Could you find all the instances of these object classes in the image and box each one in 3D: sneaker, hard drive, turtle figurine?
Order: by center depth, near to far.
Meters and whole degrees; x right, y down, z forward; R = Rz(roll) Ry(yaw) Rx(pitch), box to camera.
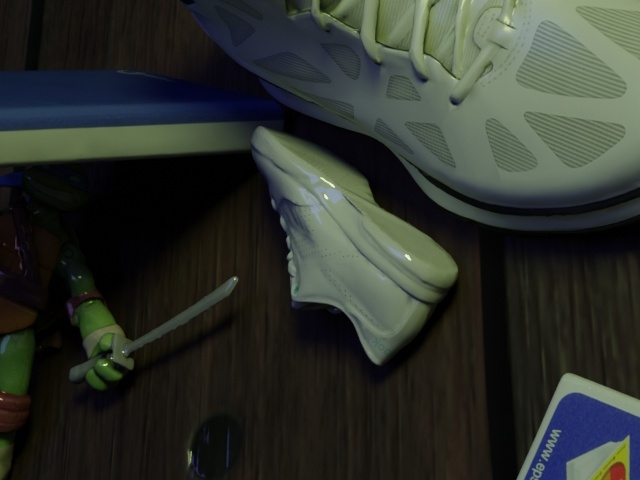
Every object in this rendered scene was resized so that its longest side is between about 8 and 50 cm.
[{"bbox_3d":[0.022,-0.144,0.886,0.447,0.257,0.169,24,87,47],"label":"sneaker"},{"bbox_3d":[0.000,0.000,0.974,0.212,0.080,0.094,48,116,44],"label":"sneaker"},{"bbox_3d":[-0.215,-0.092,1.048,0.210,0.319,0.040,18,108,46],"label":"hard drive"},{"bbox_3d":[-0.250,0.064,1.081,0.275,0.198,0.266,34,99,52],"label":"turtle figurine"}]

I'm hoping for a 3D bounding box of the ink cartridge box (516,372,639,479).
[{"bbox_3d":[0.182,0.251,0.677,0.307,0.072,0.303,21,84,44],"label":"ink cartridge box"}]
